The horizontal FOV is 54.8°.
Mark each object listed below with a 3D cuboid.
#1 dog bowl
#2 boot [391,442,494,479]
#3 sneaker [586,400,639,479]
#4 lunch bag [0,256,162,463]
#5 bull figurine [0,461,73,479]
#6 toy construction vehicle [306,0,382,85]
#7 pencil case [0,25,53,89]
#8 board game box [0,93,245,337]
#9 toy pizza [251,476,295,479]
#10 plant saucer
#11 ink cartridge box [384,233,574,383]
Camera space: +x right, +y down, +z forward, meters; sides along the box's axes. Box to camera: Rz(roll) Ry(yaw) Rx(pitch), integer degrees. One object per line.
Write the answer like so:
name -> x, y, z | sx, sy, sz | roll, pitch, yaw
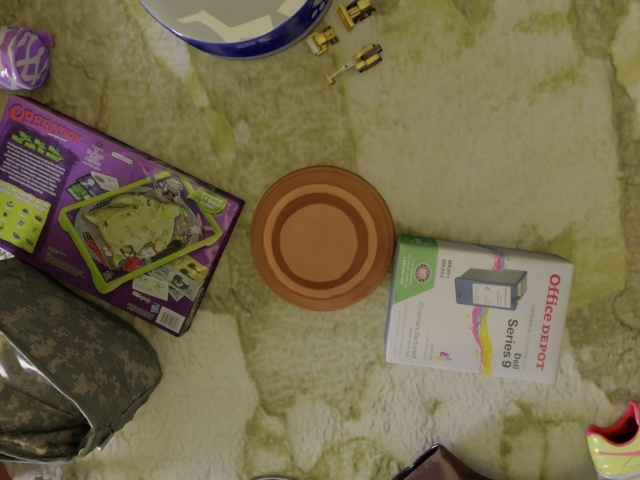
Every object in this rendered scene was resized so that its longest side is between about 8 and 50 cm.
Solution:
dog bowl -> -0.107, -0.364, 0.759 | 0.264, 0.104, 0.265 | 1, 98, 7
boot -> 0.229, 0.346, 0.811 | 0.207, 0.090, 0.248 | 46, 108, -1
sneaker -> 0.439, 0.239, 0.786 | 0.208, 0.081, 0.094 | -29, 91, 10
lunch bag -> -0.362, 0.160, 0.789 | 0.287, 0.235, 0.169 | 32, 96, 2
bull figurine -> -0.448, 0.342, 0.833 | 0.101, 0.188, 0.310 | -33, 88, 25
toy construction vehicle -> 0.035, -0.257, 0.791 | 0.098, 0.035, 0.086 | -27, 93, 9
pencil case -> -0.475, -0.251, 0.830 | 0.206, 0.088, 0.086 | 7, 138, 5
board game box -> -0.302, -0.034, 0.854 | 0.346, 0.056, 0.208 | 26, 104, 3
toy pizza -> -0.064, 0.442, 0.893 | 0.201, 0.032, 0.201 | 1, 97, 7
plant saucer -> 0.000, 0.000, 0.827 | 0.199, 0.037, 0.200 | 1, 97, 6
ink cartridge box -> 0.196, 0.084, 0.788 | 0.212, 0.093, 0.154 | 7, 97, 4
